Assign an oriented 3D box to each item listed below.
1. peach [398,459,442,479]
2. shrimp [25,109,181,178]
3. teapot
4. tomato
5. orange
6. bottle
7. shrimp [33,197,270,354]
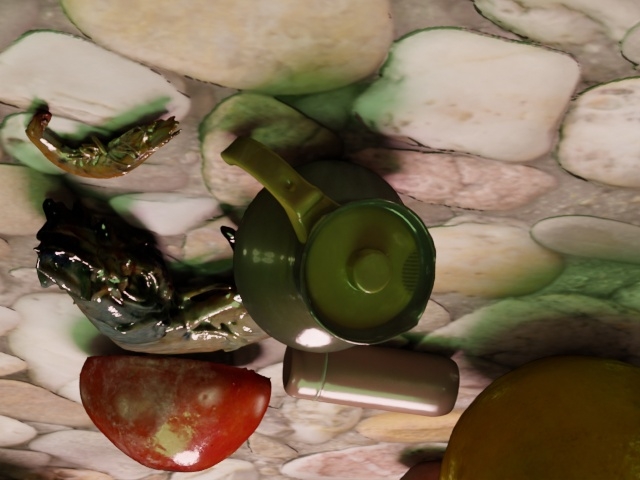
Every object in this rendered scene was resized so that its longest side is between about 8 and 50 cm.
[{"bbox_3d":[0.111,0.245,1.835,0.083,0.083,0.083,2,155,1],"label":"peach"},{"bbox_3d":[-0.145,-0.067,1.272,0.083,0.023,0.114,28,149,-37],"label":"shrimp"},{"bbox_3d":[0.000,0.000,1.284,0.166,0.130,0.119,50,167,-21],"label":"teapot"},{"bbox_3d":[-0.124,0.145,1.611,0.159,0.091,0.139,4,168,24],"label":"tomato"},{"bbox_3d":[0.217,0.225,1.561,0.235,0.279,0.279,-8,156,-8],"label":"orange"},{"bbox_3d":[0.040,0.110,1.588,0.140,0.053,0.053,8,154,-13],"label":"bottle"},{"bbox_3d":[-0.097,0.037,1.429,0.178,0.075,0.289,-9,153,15],"label":"shrimp"}]
